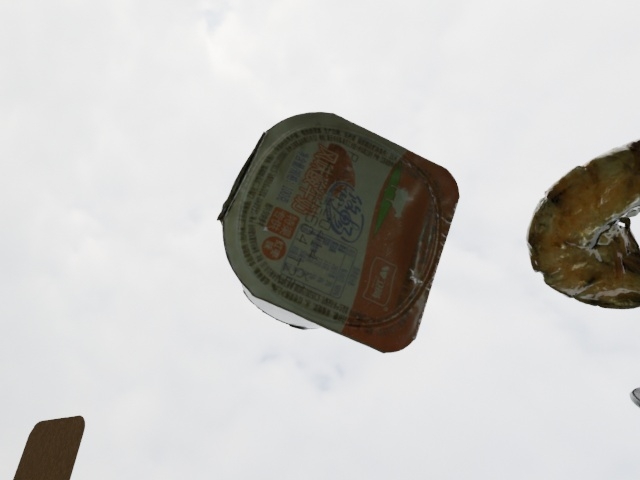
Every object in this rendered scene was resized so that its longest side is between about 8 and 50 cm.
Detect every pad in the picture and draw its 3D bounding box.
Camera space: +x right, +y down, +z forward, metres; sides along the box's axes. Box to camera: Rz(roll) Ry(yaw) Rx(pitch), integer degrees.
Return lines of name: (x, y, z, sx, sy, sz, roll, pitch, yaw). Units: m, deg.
pad: (-0.504, 0.451, 0.866, 0.176, 0.002, 0.266, -17, -128, 27)

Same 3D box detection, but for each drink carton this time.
drink carton: (0.000, 0.000, 0.496, 0.191, 0.189, 0.185, 23, -106, -7)

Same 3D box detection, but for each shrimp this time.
shrimp: (0.455, -0.034, 0.635, 0.365, 0.071, 0.233, -21, -72, 11)

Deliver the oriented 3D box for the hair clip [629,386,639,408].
hair clip: (0.334, 0.215, 0.369, 0.048, 0.275, 0.083, -1, -47, -5)
